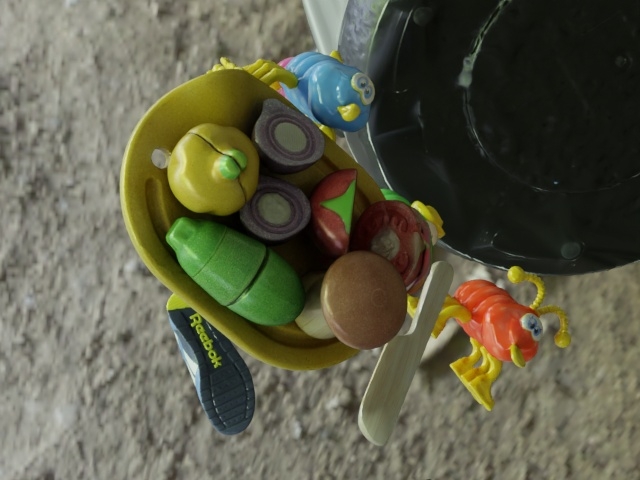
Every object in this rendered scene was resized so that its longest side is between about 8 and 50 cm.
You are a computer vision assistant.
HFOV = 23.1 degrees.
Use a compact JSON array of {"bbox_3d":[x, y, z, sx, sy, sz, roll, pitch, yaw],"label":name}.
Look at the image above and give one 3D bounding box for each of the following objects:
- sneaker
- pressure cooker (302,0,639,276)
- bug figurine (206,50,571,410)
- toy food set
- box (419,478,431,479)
[{"bbox_3d":[-0.101,0.113,1.467,0.053,0.059,0.144,-19,84,-11],"label":"sneaker"},{"bbox_3d":[0.162,-0.210,1.289,0.370,0.375,0.420,-2,30,-7],"label":"pressure cooker"},{"bbox_3d":[0.036,-0.032,0.962,0.072,0.279,0.216,-40,28,-4],"label":"bug figurine"},{"bbox_3d":[0.000,0.000,0.823,0.218,0.071,0.128,40,66,-21],"label":"toy food set"},{"bbox_3d":[0.092,0.394,1.463,0.060,0.270,0.216,-5,40,-16],"label":"box"}]
